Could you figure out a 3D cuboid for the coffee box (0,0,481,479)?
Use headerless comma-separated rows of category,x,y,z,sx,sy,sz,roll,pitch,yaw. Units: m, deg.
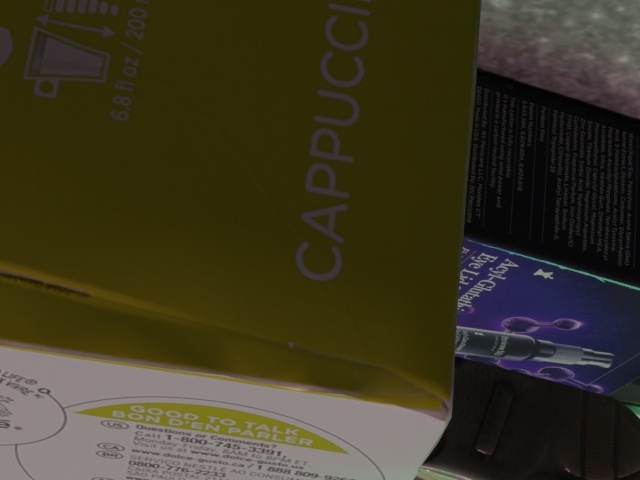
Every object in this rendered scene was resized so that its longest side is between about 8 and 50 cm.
coffee box,-0.125,-0.045,0.770,0.338,0.337,0.334,10,152,-5

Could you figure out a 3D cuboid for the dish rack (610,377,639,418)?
dish rack,0.250,0.184,1.431,0.285,0.072,0.333,21,151,-17

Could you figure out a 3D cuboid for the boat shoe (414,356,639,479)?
boat shoe,0.056,0.117,1.233,0.355,0.132,0.130,32,152,-7

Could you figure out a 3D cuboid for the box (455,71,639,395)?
box,0.122,-0.001,1.061,0.207,0.108,0.153,15,152,-16
